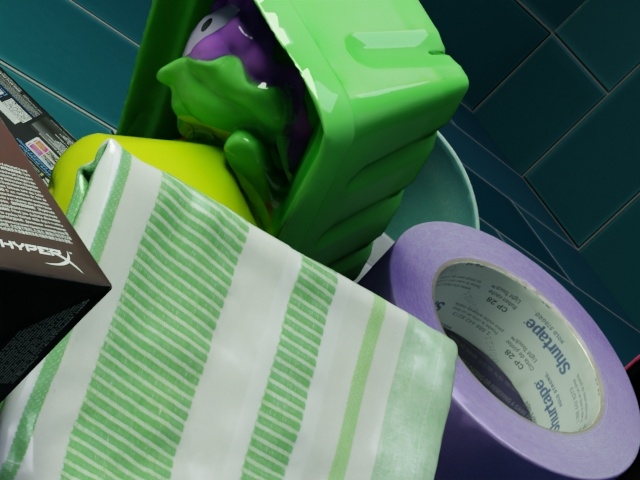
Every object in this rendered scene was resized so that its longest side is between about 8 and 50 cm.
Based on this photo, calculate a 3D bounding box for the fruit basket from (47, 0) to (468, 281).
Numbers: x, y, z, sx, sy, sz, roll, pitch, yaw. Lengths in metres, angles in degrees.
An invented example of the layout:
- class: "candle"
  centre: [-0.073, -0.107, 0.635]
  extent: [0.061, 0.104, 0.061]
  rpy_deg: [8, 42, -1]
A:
- class: "fruit basket"
  centre: [-0.106, -0.049, 1.057]
  extent: [0.392, 0.392, 0.283]
  rpy_deg: [18, 39, -59]

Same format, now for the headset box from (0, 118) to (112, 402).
- class: "headset box"
  centre: [-0.287, -0.015, 0.759]
  extent: [0.293, 0.218, 0.110]
  rpy_deg: [53, 17, 24]

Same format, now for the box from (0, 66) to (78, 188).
- class: "box"
  centre: [-0.330, -0.099, 1.139]
  extent: [0.295, 0.073, 0.293]
  rpy_deg: [44, 16, -6]

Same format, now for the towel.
- class: "towel"
  centre: [-0.045, 0.108, 0.863]
  extent: [0.325, 0.038, 0.248]
  rpy_deg: [31, 59, -30]

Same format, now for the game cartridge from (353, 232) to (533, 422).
- class: "game cartridge"
  centre: [0.110, 0.172, 1.318]
  extent: [0.355, 0.230, 0.068]
  rpy_deg: [41, -22, -17]

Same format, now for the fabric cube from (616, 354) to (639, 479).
- class: "fabric cube"
  centre: [0.438, 0.311, 1.729]
  extent: [0.254, 0.259, 0.258]
  rpy_deg: [50, 15, 19]

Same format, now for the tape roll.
- class: "tape roll"
  centre: [0.147, 0.115, 1.173]
  extent: [0.275, 0.090, 0.275]
  rpy_deg: [28, 33, -21]

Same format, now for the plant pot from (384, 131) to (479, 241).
- class: "plant pot"
  centre: [0.000, 0.000, 1.449]
  extent: [0.290, 0.290, 0.195]
  rpy_deg: [45, -20, -3]
